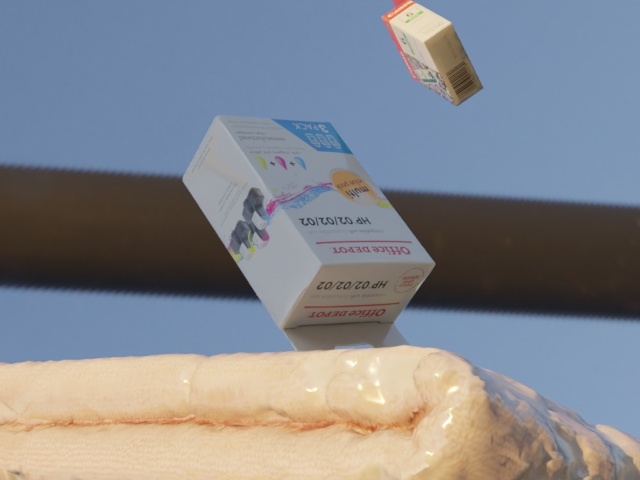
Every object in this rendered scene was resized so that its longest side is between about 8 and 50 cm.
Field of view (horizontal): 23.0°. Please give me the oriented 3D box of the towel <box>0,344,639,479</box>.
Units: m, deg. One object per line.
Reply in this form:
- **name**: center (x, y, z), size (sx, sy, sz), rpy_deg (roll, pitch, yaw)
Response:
- **towel**: center (0.033, 0.113, 0.579), size (0.332, 0.317, 0.053), rpy_deg (27, -113, -41)

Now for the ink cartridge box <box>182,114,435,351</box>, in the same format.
- **ink cartridge box**: center (0.000, 0.000, 1.032), size (0.104, 0.181, 0.061), rpy_deg (-1, -45, -42)

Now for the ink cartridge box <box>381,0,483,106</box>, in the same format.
- **ink cartridge box**: center (0.078, -0.150, 1.213), size (0.029, 0.115, 0.063), rpy_deg (-35, -59, -7)
